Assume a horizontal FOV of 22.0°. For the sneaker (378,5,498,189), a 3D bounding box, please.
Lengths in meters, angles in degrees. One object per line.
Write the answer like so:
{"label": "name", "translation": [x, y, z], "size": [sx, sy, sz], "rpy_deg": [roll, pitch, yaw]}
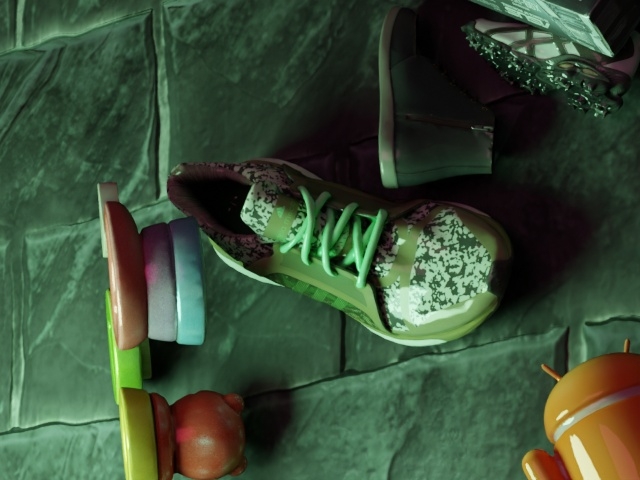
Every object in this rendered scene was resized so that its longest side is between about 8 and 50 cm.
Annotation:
{"label": "sneaker", "translation": [0.121, -0.147, 1.685], "size": [0.118, 0.083, 0.222], "rpy_deg": [-3, 58, 6]}

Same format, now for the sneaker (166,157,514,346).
{"label": "sneaker", "translation": [0.000, 0.000, 1.658], "size": [0.410, 0.182, 0.158], "rpy_deg": [13, 87, 38]}

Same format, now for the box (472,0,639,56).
{"label": "box", "translation": [0.221, -0.337, 1.605], "size": [0.307, 0.076, 0.242], "rpy_deg": [29, 81, 38]}

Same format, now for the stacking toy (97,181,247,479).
{"label": "stacking toy", "translation": [-0.157, 0.090, 1.758], "size": [0.279, 0.130, 0.309], "rpy_deg": [-114, 21, -63]}

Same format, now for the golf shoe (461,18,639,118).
{"label": "golf shoe", "translation": [0.230, -0.190, 1.614], "size": [0.198, 0.077, 0.094], "rpy_deg": [28, 79, 37]}

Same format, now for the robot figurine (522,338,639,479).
{"label": "robot figurine", "translation": [0.276, 0.191, 1.439], "size": [0.158, 0.128, 0.219], "rpy_deg": [-37, 60, 28]}
